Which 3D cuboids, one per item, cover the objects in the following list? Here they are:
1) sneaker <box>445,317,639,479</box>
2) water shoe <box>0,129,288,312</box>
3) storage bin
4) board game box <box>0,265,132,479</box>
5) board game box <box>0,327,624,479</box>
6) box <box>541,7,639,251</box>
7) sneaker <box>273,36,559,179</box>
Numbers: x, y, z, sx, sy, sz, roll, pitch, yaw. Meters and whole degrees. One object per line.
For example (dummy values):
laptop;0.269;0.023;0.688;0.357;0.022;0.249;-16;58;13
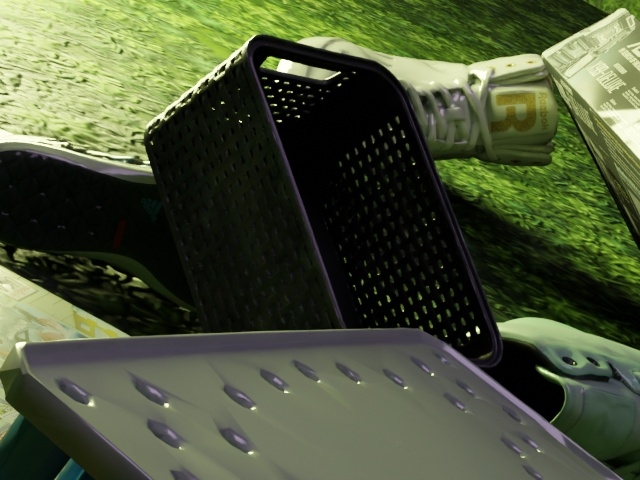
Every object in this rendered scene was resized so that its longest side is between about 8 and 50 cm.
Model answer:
sneaker;0.174;0.113;0.959;0.256;0.094;0.151;22;8;25
water shoe;-0.097;-0.018;1.013;0.203;0.073;0.080;20;12;-23
storage bin;0.000;0.000;0.938;0.122;0.084;0.180;7;55;-47
board game box;-0.109;0.101;0.674;0.213;0.046;0.317;27;16;9
board game box;0.114;0.166;0.629;0.390;0.050;0.390;38;11;18
box;0.268;-0.004;1.279;0.242;0.076;0.307;60;3;-23
sneaker;0.085;-0.100;1.375;0.169;0.108;0.292;-2;6;22
